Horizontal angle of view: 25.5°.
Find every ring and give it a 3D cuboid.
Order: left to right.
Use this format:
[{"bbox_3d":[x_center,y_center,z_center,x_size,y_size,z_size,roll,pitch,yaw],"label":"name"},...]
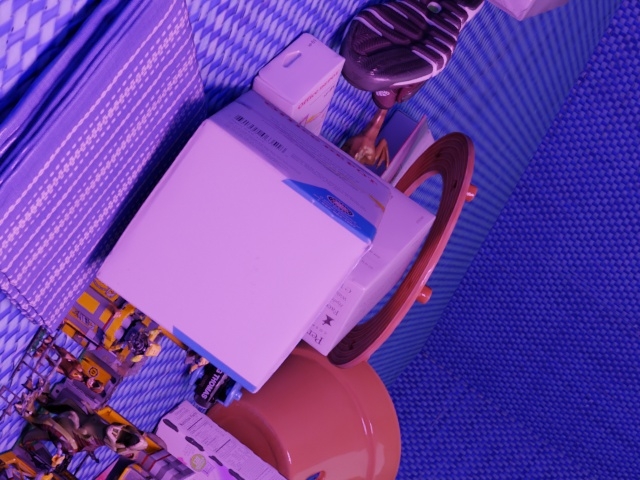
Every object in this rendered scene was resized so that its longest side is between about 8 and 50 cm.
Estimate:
[{"bbox_3d":[0.105,0.015,1.784,0.336,0.032,0.336,-56,-167,20],"label":"ring"}]

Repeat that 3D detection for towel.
[{"bbox_3d":[-0.176,-0.062,1.076,0.243,0.040,0.336,-53,171,-13],"label":"towel"}]

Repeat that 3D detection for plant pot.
[{"bbox_3d":[-0.049,0.311,2.184,0.203,0.291,0.291,-16,144,-47],"label":"plant pot"}]

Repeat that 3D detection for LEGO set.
[{"bbox_3d":[-0.185,0.178,1.330,0.331,0.192,0.255,-54,169,0],"label":"LEGO set"}]

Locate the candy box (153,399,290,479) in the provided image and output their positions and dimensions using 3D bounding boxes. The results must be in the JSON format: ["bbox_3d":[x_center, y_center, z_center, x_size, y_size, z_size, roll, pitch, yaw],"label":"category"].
[{"bbox_3d":[-0.160,0.345,1.944,0.165,0.196,0.070,-60,168,28],"label":"candy box"}]

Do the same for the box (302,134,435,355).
[{"bbox_3d":[0.000,0.000,1.596,0.182,0.181,0.119,-43,165,-47],"label":"box"}]

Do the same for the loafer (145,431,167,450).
[{"bbox_3d":[-0.247,0.319,1.891,0.050,0.056,0.148,-40,152,-50],"label":"loafer"}]

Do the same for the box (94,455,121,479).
[{"bbox_3d":[-0.296,0.428,1.753,0.300,0.154,0.142,-43,165,-51],"label":"box"}]

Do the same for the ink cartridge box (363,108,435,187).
[{"bbox_3d":[0.048,-0.048,1.962,0.296,0.066,0.261,-54,169,-1],"label":"ink cartridge box"}]

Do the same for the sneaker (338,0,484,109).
[{"bbox_3d":[0.085,-0.193,1.582,0.281,0.106,0.162,-43,167,-49],"label":"sneaker"}]

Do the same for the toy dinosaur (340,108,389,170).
[{"bbox_3d":[0.055,-0.120,1.778,0.211,0.064,0.112,-56,168,7],"label":"toy dinosaur"}]

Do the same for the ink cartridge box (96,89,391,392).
[{"bbox_3d":[-0.057,-0.008,1.247,0.168,0.171,0.233,-54,-179,14],"label":"ink cartridge box"}]

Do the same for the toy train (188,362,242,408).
[{"bbox_3d":[-0.109,0.138,1.860,0.184,0.080,0.105,-59,177,16],"label":"toy train"}]

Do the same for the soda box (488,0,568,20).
[{"bbox_3d":[0.298,-0.376,1.940,0.098,0.091,0.286,-59,168,23],"label":"soda box"}]

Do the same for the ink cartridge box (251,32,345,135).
[{"bbox_3d":[-0.032,-0.133,1.398,0.088,0.052,0.122,-46,166,-34],"label":"ink cartridge box"}]
